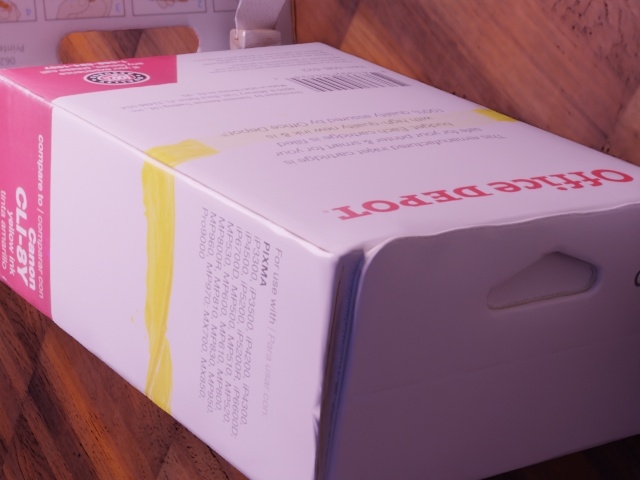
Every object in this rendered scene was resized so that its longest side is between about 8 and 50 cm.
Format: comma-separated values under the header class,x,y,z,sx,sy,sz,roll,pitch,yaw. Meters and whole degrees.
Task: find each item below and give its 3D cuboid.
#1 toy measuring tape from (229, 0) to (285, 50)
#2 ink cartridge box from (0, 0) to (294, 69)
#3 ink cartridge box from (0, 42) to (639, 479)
class,x,y,z,sx,sy,sz,roll,pitch,yaw
toy measuring tape,0.023,-0.232,0.973,0.121,0.121,0.330,54,135,33
ink cartridge box,-0.175,-0.288,1.068,0.091,0.308,0.385,4,101,54
ink cartridge box,0.000,0.000,0.906,0.385,0.279,0.160,28,119,48
